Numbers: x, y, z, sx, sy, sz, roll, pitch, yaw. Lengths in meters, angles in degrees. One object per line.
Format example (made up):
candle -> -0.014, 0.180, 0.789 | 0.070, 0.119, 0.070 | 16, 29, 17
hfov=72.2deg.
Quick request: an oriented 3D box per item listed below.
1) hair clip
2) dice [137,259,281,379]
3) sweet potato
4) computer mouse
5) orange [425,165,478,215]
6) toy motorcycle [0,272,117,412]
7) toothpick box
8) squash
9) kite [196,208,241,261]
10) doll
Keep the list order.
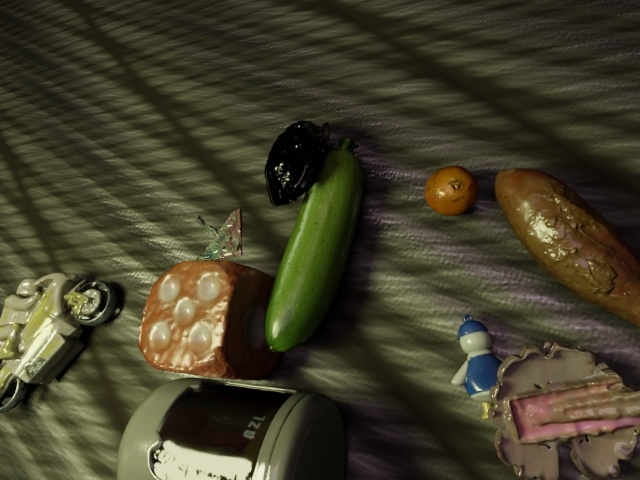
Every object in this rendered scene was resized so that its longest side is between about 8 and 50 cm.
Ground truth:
hair clip -> 0.356, 0.197, 0.518 | 0.301, 0.069, 0.172 | -13, 80, 19
dice -> -0.172, 0.138, 0.730 | 0.179, 0.174, 0.174 | -6, 69, 26
sweet potato -> 0.371, 0.036, 0.572 | 0.109, 0.109, 0.385 | -42, 66, 4
computer mouse -> -0.051, -0.147, 0.786 | 0.146, 0.078, 0.241 | -55, 20, 32
orange -> 0.208, -0.077, 0.697 | 0.084, 0.083, 0.083 | -8, 68, 21
toy motorcycle -> -0.601, 0.183, 0.930 | 0.223, 0.108, 0.340 | 40, 82, 22
toothpick box -> -0.138, 0.318, 0.633 | 0.317, 0.229, 0.228 | -1, 70, 25
squash -> 0.000, 0.000, 0.740 | 0.107, 0.107, 0.394 | 7, 69, 26
kite -> -0.209, -0.011, 0.893 | 0.157, 0.011, 0.139 | 34, 83, 29
doll -> 0.224, 0.170, 0.608 | 0.099, 0.057, 0.142 | -10, 64, -3
